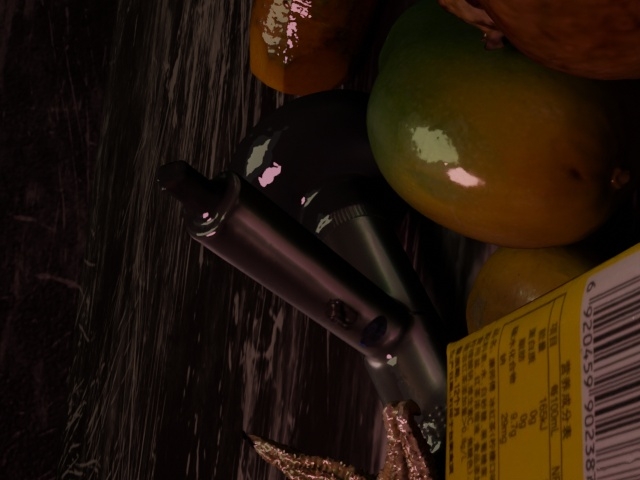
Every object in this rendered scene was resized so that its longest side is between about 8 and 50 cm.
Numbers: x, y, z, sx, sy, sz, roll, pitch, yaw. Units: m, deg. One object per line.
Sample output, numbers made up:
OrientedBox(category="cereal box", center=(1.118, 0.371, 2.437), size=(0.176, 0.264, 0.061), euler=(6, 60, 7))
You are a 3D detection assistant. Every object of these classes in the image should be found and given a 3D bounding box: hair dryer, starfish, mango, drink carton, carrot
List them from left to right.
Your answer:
OrientedBox(category="hair dryer", center=(0.009, -0.018, 0.940), size=(0.284, 0.155, 0.320), euler=(60, -176, -37))
OrientedBox(category="carrot", center=(0.018, -0.274, 1.222), size=(0.114, 0.114, 0.302), euler=(-112, 38, -58))
OrientedBox(category="starfish", center=(0.049, 0.190, 0.885), size=(0.227, 0.043, 0.241), euler=(15, 126, 38))
OrientedBox(category="mango", center=(0.104, -0.079, 0.803), size=(0.251, 0.156, 0.114), euler=(-95, -5, -67))
OrientedBox(category="mango", center=(0.136, 0.052, 0.763), size=(0.161, 0.076, 0.103), euler=(33, 112, 62))
OrientedBox(category="drink carton", center=(0.181, 0.055, 0.486), size=(0.351, 0.154, 0.111), euler=(138, 137, -63))

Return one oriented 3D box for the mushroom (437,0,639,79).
OrientedBox(category="mushroom", center=(0.100, -0.208, 0.559), size=(0.259, 0.345, 0.345), euler=(-10, 66, 30))
